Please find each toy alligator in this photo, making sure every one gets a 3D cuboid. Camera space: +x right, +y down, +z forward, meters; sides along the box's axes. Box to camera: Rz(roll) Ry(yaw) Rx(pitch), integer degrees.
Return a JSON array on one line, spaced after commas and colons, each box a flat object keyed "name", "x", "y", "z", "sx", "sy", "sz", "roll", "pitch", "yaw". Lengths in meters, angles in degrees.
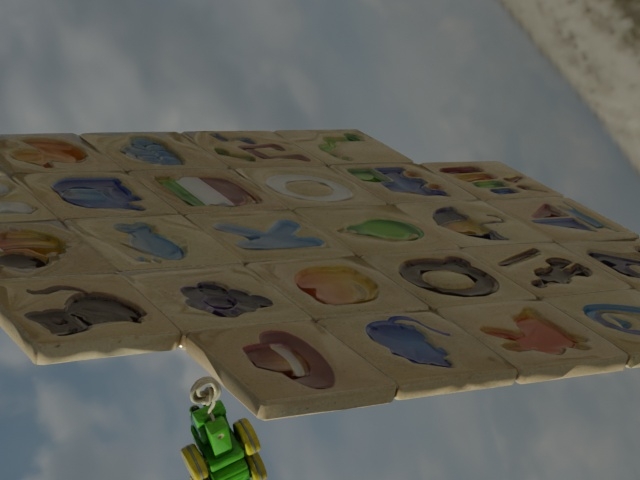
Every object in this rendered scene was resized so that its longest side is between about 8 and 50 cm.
[{"name": "toy alligator", "x": -0.082, "y": 0.148, "z": 1.169, "sx": 0.051, "sy": 0.056, "sz": 0.190, "roll": 54, "pitch": 163, "yaw": 39}]

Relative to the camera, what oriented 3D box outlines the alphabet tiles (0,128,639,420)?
[{"name": "alphabet tiles", "x": 0.000, "y": 0.000, "z": 0.680, "sx": 0.285, "sy": 0.342, "sz": 0.011, "roll": 35, "pitch": 121, "yaw": 50}]
